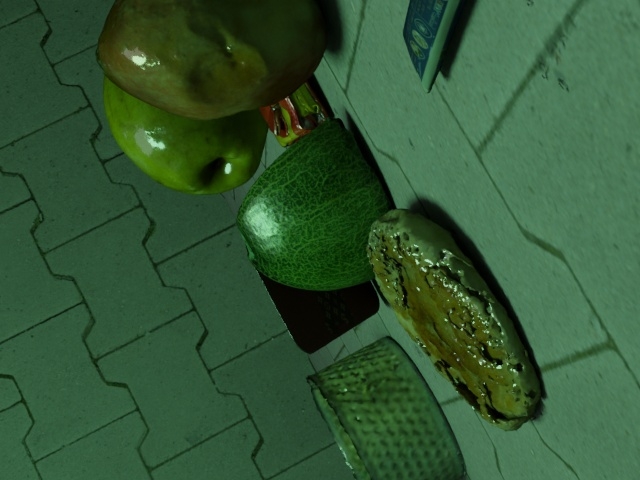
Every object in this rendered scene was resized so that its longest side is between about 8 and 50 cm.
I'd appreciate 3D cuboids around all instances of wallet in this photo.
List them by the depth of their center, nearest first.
[{"bbox_3d":[-0.070,-0.235,1.288,0.241,0.067,0.141,64,169,-4],"label":"wallet"}]

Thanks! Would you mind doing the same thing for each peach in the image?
[{"bbox_3d":[-0.118,-0.226,1.055,0.214,0.235,0.214,54,158,33],"label":"peach"}]

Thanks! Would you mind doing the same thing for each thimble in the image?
[{"bbox_3d":[0.102,0.301,1.625,0.271,0.150,0.271,60,172,15],"label":"thimble"}]

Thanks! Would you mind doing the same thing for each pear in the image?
[{"bbox_3d":[-0.204,-0.217,1.568,0.253,0.252,0.307,78,174,-60],"label":"pear"}]

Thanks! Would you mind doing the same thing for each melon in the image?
[{"bbox_3d":[0.000,0.000,1.245,0.129,0.169,0.265,57,171,30],"label":"melon"}]

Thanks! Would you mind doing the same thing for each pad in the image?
[{"bbox_3d":[-0.004,0.048,1.426,0.181,0.004,0.267,62,-151,2],"label":"pad"}]

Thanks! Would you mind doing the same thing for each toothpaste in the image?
[{"bbox_3d":[0.080,-0.161,0.734,0.197,0.034,0.057,97,154,-79],"label":"toothpaste"}]

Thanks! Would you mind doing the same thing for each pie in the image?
[{"bbox_3d":[0.138,0.083,1.077,0.274,0.055,0.274,54,168,18],"label":"pie"}]
